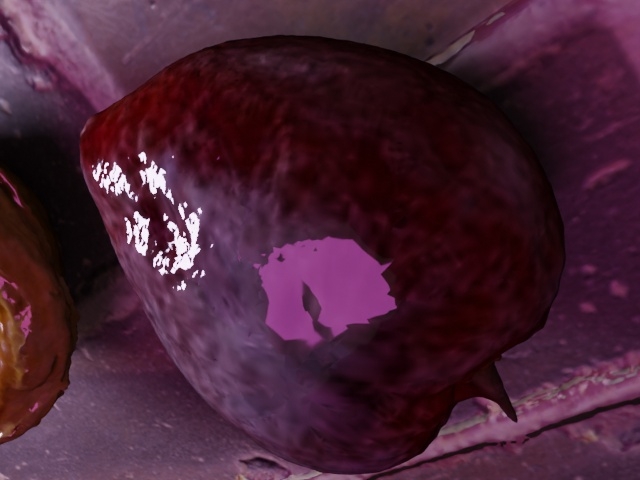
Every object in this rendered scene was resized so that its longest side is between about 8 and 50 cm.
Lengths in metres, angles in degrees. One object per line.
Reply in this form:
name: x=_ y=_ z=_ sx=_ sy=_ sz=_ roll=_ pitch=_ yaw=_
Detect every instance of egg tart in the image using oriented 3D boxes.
egg tart: x=-0.330 y=0.020 z=0.614 sx=0.341 sy=0.129 sz=0.341 roll=11 pitch=122 yaw=19

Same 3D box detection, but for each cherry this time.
cherry: x=0.000 y=0.000 z=0.411 sx=0.300 sy=0.203 sz=0.230 roll=31 pitch=130 yaw=5
